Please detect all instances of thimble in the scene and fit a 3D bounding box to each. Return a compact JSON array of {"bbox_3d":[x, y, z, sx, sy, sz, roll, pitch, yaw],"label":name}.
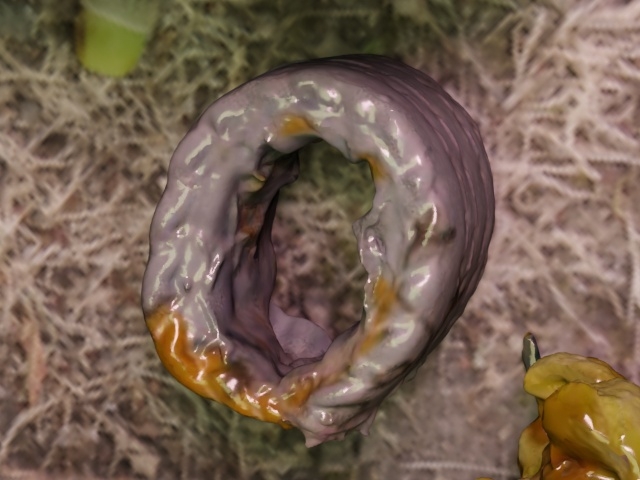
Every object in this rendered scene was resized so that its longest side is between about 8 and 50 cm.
[{"bbox_3d":[0.003,-0.001,0.797,0.127,0.118,0.151,29,106,11],"label":"thimble"}]

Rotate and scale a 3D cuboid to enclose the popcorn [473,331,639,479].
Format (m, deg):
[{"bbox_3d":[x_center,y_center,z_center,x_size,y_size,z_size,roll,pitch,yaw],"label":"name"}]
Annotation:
[{"bbox_3d":[0.135,0.146,0.774,0.195,0.173,0.168,36,131,-1],"label":"popcorn"}]
